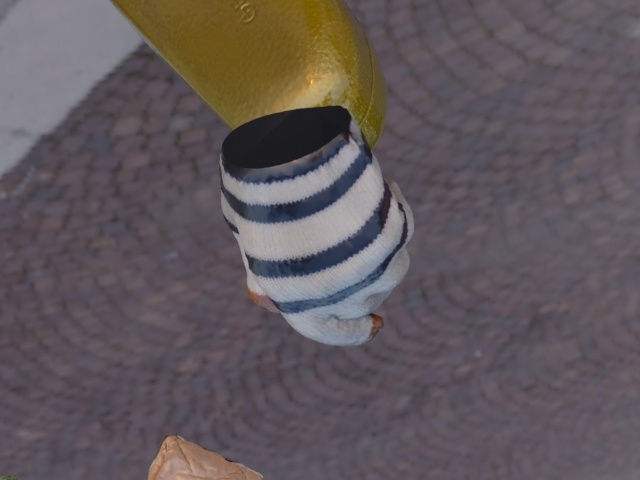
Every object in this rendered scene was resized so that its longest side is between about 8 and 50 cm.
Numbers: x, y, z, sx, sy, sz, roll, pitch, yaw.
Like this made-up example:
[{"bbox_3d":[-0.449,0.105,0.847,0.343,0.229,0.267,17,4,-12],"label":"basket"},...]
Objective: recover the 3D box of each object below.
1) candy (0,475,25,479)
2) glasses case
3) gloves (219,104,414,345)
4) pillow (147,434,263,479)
[{"bbox_3d":[-0.268,0.221,1.367,0.178,0.032,0.102,9,172,7],"label":"candy"},{"bbox_3d":[-0.076,-0.218,1.559,0.173,0.371,0.141,-43,147,0],"label":"glasses case"},{"bbox_3d":[0.007,0.006,1.165,0.140,0.131,0.218,-25,123,-3],"label":"gloves"},{"bbox_3d":[-0.160,0.332,1.718,0.126,0.232,0.043,31,159,-12],"label":"pillow"}]
